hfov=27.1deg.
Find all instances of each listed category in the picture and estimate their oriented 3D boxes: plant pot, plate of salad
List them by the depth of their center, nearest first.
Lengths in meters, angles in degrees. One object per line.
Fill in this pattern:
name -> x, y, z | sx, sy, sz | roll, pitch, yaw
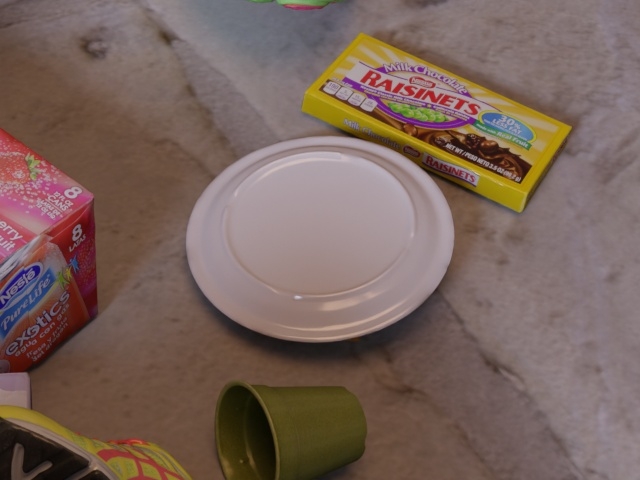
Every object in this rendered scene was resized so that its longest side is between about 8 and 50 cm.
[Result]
plant pot -> -0.015, 0.125, 0.861 | 0.079, 0.083, 0.083 | -7, 48, -31
plate of salad -> 0.000, 0.000, 0.994 | 0.199, 0.048, 0.200 | -2, 50, 3

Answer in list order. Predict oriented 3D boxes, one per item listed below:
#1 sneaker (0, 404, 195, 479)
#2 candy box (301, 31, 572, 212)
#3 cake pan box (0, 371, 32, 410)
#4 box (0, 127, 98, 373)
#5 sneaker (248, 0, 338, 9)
sneaker -> -0.126, 0.148, 0.771 | 0.081, 0.208, 0.094 | -36, 36, 15
candy box -> 0.098, -0.103, 1.117 | 0.205, 0.027, 0.105 | 26, 46, 14
cake pan box -> -0.295, 0.194, 0.754 | 0.266, 0.070, 0.246 | -1, 46, -9
box -> -0.283, -0.022, 0.912 | 0.257, 0.128, 0.122 | 33, 51, 21
sneaker -> -0.020, -0.389, 1.242 | 0.185, 0.202, 0.483 | 10, 47, 1
